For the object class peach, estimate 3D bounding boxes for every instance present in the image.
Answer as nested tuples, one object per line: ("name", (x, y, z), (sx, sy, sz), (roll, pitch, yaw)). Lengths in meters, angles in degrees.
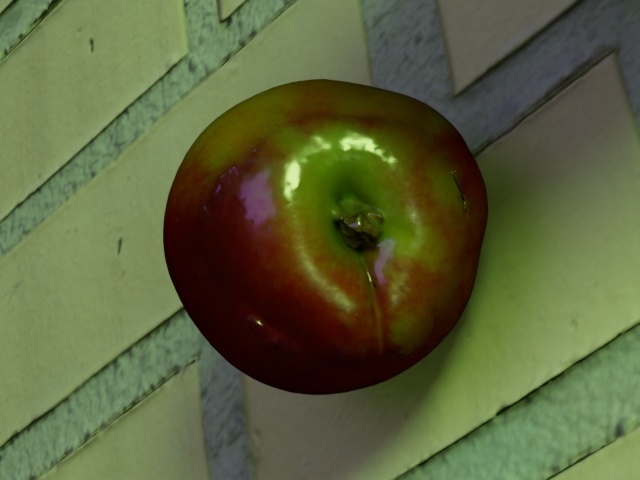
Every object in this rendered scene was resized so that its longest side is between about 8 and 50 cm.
("peach", (0.000, 0.000, 1.100), (0.197, 0.197, 0.197), (-28, 51, 42))
